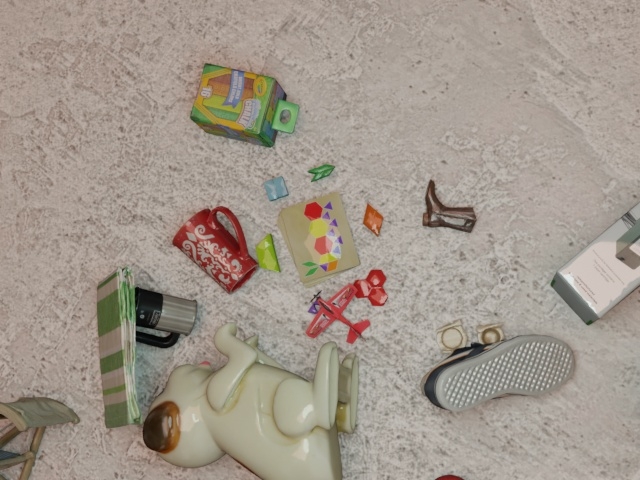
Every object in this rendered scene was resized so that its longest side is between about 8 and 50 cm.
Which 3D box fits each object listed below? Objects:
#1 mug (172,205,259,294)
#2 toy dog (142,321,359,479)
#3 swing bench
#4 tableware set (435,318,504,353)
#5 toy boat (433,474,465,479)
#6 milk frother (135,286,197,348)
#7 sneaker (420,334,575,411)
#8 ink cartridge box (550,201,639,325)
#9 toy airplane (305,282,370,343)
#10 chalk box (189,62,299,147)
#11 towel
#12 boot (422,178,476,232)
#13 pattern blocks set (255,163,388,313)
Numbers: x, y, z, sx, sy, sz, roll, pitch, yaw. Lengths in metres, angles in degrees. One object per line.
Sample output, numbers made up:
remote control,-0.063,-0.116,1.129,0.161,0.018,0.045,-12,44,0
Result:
mug,-0.220,0.020,1.948,0.169,0.150,0.113,45,61,9
toy dog,-0.147,0.364,1.829,0.408,0.284,0.395,1,86,15
swing bench,-0.684,0.434,1.907,0.165,0.253,0.254,34,88,13
tableware set,0.317,0.244,1.879,0.141,0.020,0.168,-7,80,9
toy boat,0.291,0.571,1.766,0.231,0.151,0.151,32,88,13
milk frother,-0.355,0.149,1.979,0.135,0.143,0.129,16,128,-23
sneaker,0.348,0.259,1.810,0.321,0.127,0.126,-8,91,-22
ink cartridge box,0.604,0.025,1.765,0.289,0.211,0.121,-40,75,1
toy airplane,0.044,0.162,1.917,0.151,0.028,0.151,1,101,6
chalk box,-0.156,-0.290,1.986,0.213,0.132,0.132,13,84,12
towel,-0.430,0.232,1.921,0.038,0.248,0.324,-2,79,-27
boot,0.279,-0.073,1.925,0.114,0.037,0.106,6,96,14
pattern blocks set,0.000,0.000,1.964,0.285,0.026,0.324,-9,84,8
